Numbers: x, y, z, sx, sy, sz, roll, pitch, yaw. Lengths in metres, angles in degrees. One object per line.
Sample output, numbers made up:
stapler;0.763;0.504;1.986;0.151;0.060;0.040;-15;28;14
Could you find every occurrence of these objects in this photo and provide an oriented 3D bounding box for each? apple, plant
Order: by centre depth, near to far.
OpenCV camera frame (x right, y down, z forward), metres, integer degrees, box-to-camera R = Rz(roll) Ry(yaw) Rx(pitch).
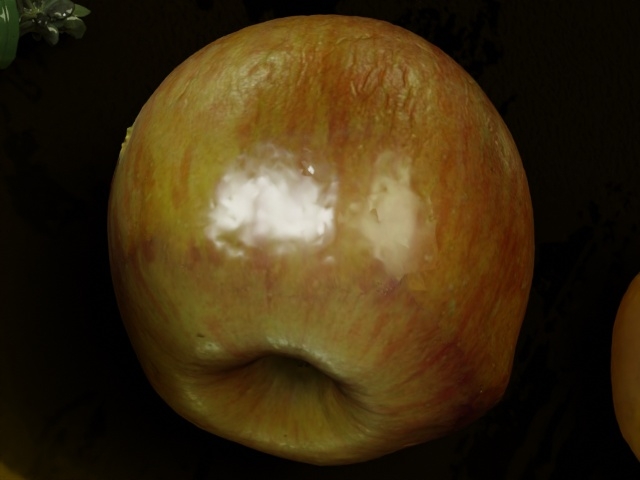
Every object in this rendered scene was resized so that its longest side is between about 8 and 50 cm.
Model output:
apple;0.000;0.000;0.816;0.211;0.211;0.188;27;49;-19
plant;-0.158;-0.113;0.866;0.102;0.051;0.051;-12;77;-39

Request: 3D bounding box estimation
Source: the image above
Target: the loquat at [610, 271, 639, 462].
loquat;0.266;0.076;0.967;0.187;0.176;0.234;-30;77;-36
